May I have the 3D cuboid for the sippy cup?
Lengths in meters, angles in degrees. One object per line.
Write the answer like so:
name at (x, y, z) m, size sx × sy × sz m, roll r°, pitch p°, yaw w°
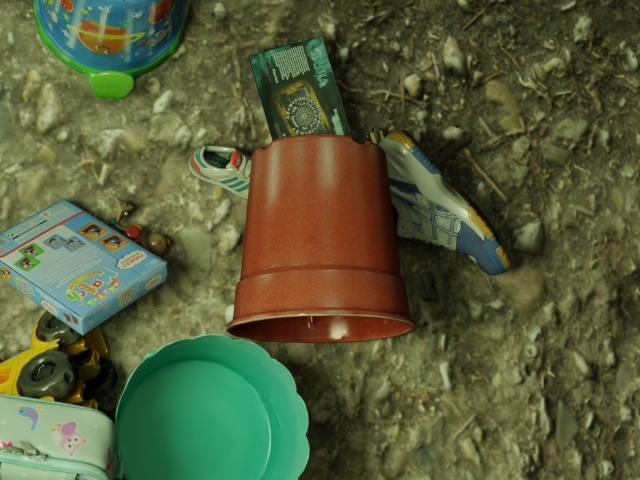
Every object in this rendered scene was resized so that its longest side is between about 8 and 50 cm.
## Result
sippy cup at (-0.303, -0.383, 1.543) m, size 0.240 × 0.224 × 0.305 m, roll -35°, pitch 89°, yaw -20°

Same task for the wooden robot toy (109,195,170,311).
wooden robot toy at (-0.256, 0.014, 1.555) m, size 0.079 × 0.076 × 0.173 m, roll -10°, pitch 81°, yaw -28°

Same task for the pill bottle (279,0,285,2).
pill bottle at (-0.131, -0.467, 1.665) m, size 0.215 × 0.117 × 0.117 m, roll 29°, pitch 72°, yaw -8°

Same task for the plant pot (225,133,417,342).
plant pot at (0.000, 0.000, 1.521) m, size 0.272 × 0.272 × 0.265 m, roll 3°, pitch 77°, yaw -15°

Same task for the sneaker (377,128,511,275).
sneaker at (0.178, -0.038, 1.680) m, size 0.131 × 0.112 × 0.296 m, roll -42°, pitch 101°, yaw 10°

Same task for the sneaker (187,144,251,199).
sneaker at (-0.123, -0.106, 1.611) m, size 0.161 × 0.075 × 0.057 m, roll 19°, pitch 74°, yaw -11°

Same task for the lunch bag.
lunch bag at (-0.366, 0.307, 1.306) m, size 0.224 × 0.279 × 0.108 m, roll 13°, pitch 46°, yaw -9°

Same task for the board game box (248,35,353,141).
board game box at (-0.030, -0.222, 1.673) m, size 0.126 × 0.026 × 0.186 m, roll -15°, pitch 83°, yaw -3°

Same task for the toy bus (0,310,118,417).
toy bus at (-0.400, 0.206, 1.430) m, size 0.211 × 0.149 × 0.220 m, roll -14°, pitch 40°, yaw 9°

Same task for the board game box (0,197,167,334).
board game box at (-0.345, 0.031, 1.458) m, size 0.211 × 0.039 × 0.160 m, roll 29°, pitch 43°, yaw 26°

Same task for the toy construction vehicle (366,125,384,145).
toy construction vehicle at (0.068, -0.147, 1.695) m, size 0.085 × 0.035 × 0.098 m, roll -12°, pitch 82°, yaw -17°

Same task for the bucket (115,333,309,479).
bucket at (-0.161, 0.273, 1.464) m, size 0.281 × 0.183 × 0.281 m, roll 3°, pitch 78°, yaw -15°
